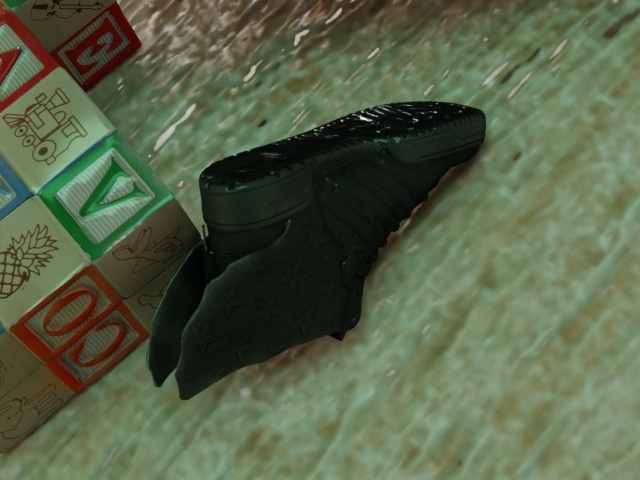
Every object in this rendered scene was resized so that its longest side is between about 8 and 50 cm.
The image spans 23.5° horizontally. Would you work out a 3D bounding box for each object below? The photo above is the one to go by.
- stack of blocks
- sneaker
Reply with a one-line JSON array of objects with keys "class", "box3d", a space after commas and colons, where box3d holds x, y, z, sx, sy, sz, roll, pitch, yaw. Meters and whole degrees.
[{"class": "stack of blocks", "box3d": [-0.172, -0.072, 0.707, 0.171, 0.087, 0.297, -39, 64, -6]}, {"class": "sneaker", "box3d": [0.002, 0.001, 0.652, 0.170, 0.089, 0.051, -19, 24, -32]}]
